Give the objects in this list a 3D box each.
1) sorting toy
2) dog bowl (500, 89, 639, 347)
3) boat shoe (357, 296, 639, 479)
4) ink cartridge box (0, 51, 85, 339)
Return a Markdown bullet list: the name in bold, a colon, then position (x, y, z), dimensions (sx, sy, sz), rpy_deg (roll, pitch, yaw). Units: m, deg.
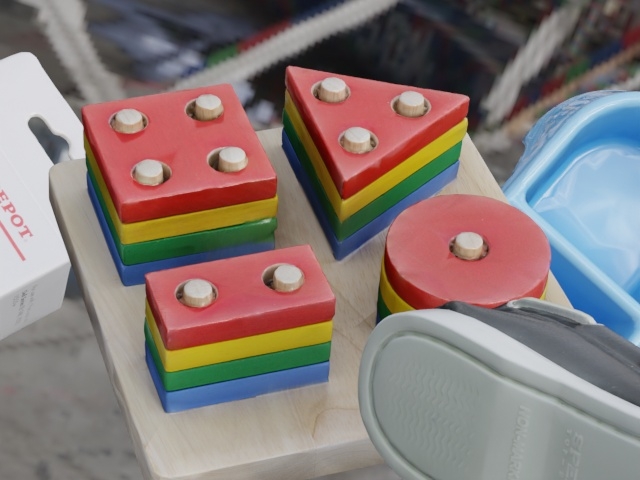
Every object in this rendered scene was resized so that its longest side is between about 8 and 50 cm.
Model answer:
- **sorting toy**: position (0.000, 0.000, 1.044), dimensions (0.255, 0.089, 0.257), rpy_deg (-10, 43, -16)
- **dog bowl**: position (0.172, 0.019, 1.307), dimensions (0.166, 0.297, 0.074), rpy_deg (42, -9, 1)
- **boat shoe**: position (0.147, 0.105, 0.778), dimensions (0.091, 0.114, 0.302), rpy_deg (-12, 38, -42)
- **ink cartridge box**: position (-0.354, 0.004, 1.613), dimensions (0.353, 0.119, 0.207), rpy_deg (-28, 74, -25)
